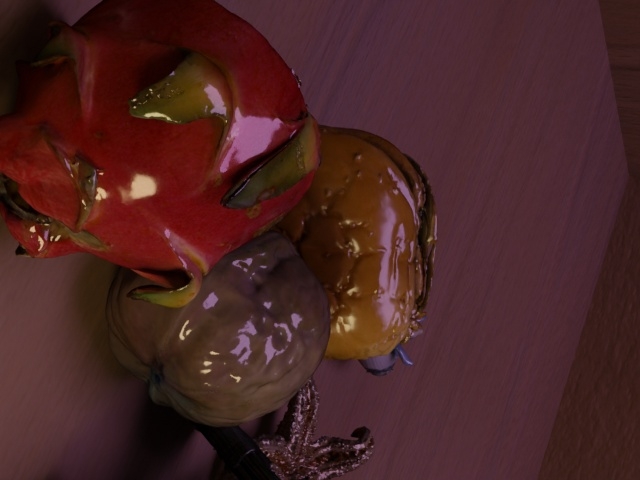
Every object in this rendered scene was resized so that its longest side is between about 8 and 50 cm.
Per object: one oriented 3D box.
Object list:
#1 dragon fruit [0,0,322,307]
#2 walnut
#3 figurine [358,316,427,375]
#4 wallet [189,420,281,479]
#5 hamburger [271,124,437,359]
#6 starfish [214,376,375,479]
[{"bbox_3d":[-0.175,-0.076,1.227,0.226,0.305,0.305,-49,141,-37],"label":"dragon fruit"},{"bbox_3d":[-0.111,0.083,1.447,0.248,0.248,0.248,-34,129,-57],"label":"walnut"},{"bbox_3d":[0.097,0.123,2.055,0.208,0.128,0.183,-21,116,-70],"label":"figurine"},{"bbox_3d":[-0.079,0.275,1.536,0.044,0.317,0.169,-38,140,-11],"label":"wallet"},{"bbox_3d":[0.000,0.000,1.611,0.158,0.319,0.318,-25,122,-74],"label":"hamburger"},{"bbox_3d":[-0.042,0.347,1.863,0.312,0.113,0.303,-40,132,-41],"label":"starfish"}]
